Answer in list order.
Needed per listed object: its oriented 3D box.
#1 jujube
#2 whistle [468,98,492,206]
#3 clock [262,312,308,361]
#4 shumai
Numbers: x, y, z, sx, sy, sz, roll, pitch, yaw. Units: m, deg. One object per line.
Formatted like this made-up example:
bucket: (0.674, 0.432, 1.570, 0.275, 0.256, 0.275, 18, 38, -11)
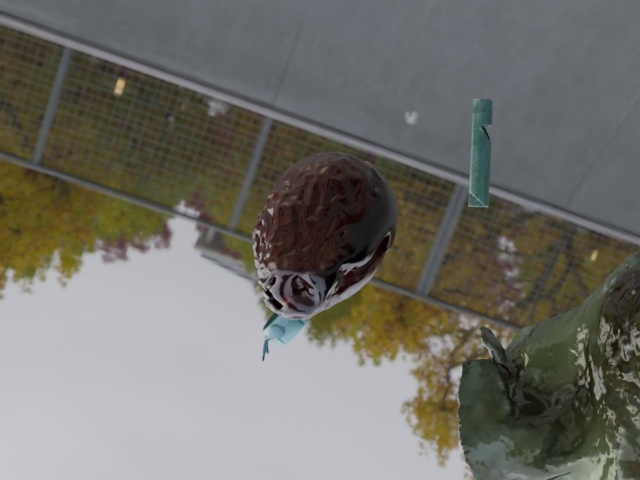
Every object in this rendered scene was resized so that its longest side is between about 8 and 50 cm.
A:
jujube: (0.000, 0.000, 1.077, 0.168, 0.168, 0.236, 21, -147, 4)
whistle: (0.278, -0.151, 1.677, 0.039, 0.186, 0.039, 3, -179, 0)
clock: (-0.052, 0.127, 1.556, 0.045, 0.147, 0.108, 41, -172, -4)
shumai: (0.324, 0.184, 1.078, 0.348, 0.394, 0.395, -3, 180, 29)
